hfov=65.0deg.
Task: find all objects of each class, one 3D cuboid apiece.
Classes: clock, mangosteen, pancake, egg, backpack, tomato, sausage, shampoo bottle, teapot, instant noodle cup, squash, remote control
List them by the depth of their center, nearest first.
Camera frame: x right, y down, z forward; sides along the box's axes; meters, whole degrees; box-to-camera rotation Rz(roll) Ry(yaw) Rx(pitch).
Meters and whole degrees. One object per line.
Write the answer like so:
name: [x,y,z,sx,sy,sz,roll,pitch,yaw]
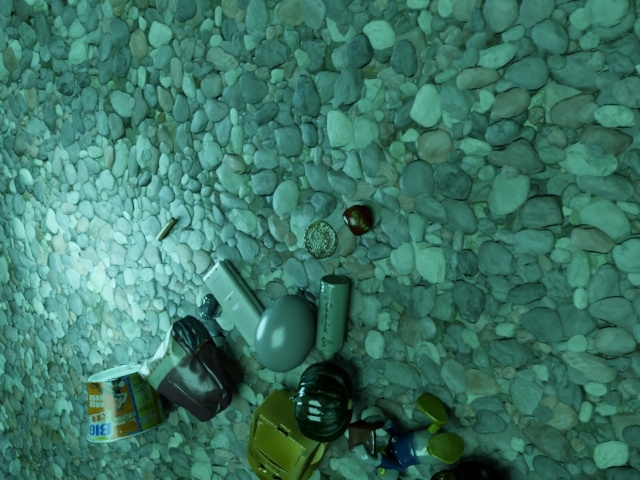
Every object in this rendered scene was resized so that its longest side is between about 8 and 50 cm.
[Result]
mangosteen: [0.362,0.668,1.280,0.249,0.211,0.211,20,116,-13]
tomato: [0.102,-0.056,1.332,0.075,0.087,0.087,-32,86,3]
squash: [0.009,0.454,1.421,0.172,0.218,0.218,3,104,35]
shampoo bottle: [0.032,0.232,1.441,0.085,0.085,0.263,13,109,26]
pancake: [-0.001,0.000,1.442,0.114,0.011,0.115,8,106,28]
egg: [-0.102,0.269,1.471,0.176,0.176,0.232,22,110,23]
clock: [-0.113,0.642,1.577,0.244,0.200,0.317,33,124,21]
remote control: [-0.261,0.198,1.613,0.103,0.055,0.277,-42,80,30]
backpack: [-0.419,0.442,1.683,0.317,0.197,0.283,43,118,8]
teapot: [-0.367,0.222,1.689,0.049,0.063,0.083,48,129,47]
sausage: [-0.527,-0.039,1.719,0.116,0.026,0.026,-44,80,30]
instant noodle cup: [-0.725,0.587,1.850,0.296,0.296,0.214,-10,90,31]

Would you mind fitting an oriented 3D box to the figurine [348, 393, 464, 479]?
figurine: [0.204,0.596,1.383,0.283,0.205,0.339,11,123,0]
